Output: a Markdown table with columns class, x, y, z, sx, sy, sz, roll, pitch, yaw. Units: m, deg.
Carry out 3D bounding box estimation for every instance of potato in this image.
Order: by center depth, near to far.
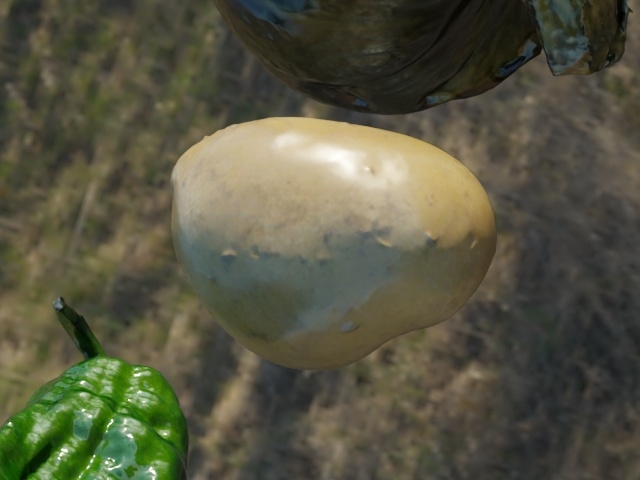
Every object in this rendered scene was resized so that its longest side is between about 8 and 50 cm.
| class | x | y | z | sx | sy | sz | roll | pitch | yaw |
| --- | --- | --- | --- | --- | --- | --- | --- | --- | --- |
| potato | 0.002 | -0.001 | 0.799 | 0.147 | 0.112 | 0.112 | 3 | 72 | 27 |

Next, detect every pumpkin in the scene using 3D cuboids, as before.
| class | x | y | z | sx | sy | sz | roll | pitch | yaw |
| --- | --- | --- | --- | --- | --- | --- | --- | --- | --- |
| pumpkin | 0.063 | -0.189 | 0.884 | 0.325 | 0.232 | 0.242 | -41 | 72 | 20 |

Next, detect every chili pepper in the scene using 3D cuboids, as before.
| class | x | y | z | sx | sy | sz | roll | pitch | yaw |
| --- | --- | --- | --- | --- | --- | --- | --- | --- | --- |
| chili pepper | -0.107 | 0.105 | 0.740 | 0.074 | 0.100 | 0.257 | -58 | 1 | 15 |
